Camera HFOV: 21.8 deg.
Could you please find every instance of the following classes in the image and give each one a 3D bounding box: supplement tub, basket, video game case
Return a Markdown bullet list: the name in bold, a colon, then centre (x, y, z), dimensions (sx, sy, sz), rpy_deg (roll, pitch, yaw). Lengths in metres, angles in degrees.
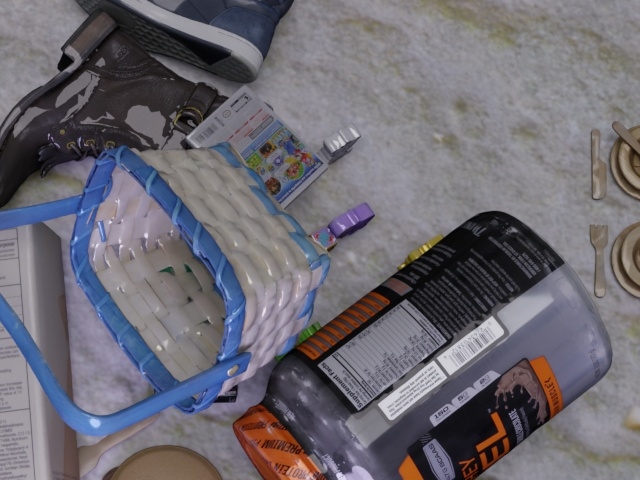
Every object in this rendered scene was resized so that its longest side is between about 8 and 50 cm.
- **supplement tub**: centre (0.096, 0.141, 1.602), dimensions (0.338, 0.207, 0.207), rpy_deg (-36, 82, -11)
- **basket**: centre (-0.155, 0.044, 1.498), dimensions (0.289, 0.201, 0.255), rpy_deg (-14, 53, -38)
- **video game case**: centre (-0.064, -0.088, 1.678), dimensions (0.122, 0.011, 0.087), rpy_deg (44, 71, 6)

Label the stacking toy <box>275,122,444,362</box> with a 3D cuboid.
- **stacking toy**: centre (0.000, 0.000, 1.690), dimensions (0.221, 0.052, 0.167), rpy_deg (-33, 81, -22)

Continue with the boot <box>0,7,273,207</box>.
- **boot**: centre (-0.200, -0.088, 1.698), dimensions (0.229, 0.091, 0.263), rpy_deg (36, 83, -4)

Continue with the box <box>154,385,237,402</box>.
- **box**: centre (-0.126, 0.130, 1.666), dimensions (0.083, 0.052, 0.062), rpy_deg (0, 76, -6)

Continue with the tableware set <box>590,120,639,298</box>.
- **tableware set**: centre (0.351, -0.034, 1.751), dimensions (0.128, 0.039, 0.194), rpy_deg (1, 77, -4)

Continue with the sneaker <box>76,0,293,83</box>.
- **sneaker**: centre (-0.137, -0.276, 1.748), dimensions (0.226, 0.086, 0.163), rpy_deg (23, 70, 7)

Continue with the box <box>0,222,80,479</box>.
- **box**: centre (-0.320, 0.140, 1.601), dimensions (0.148, 0.121, 0.311), rpy_deg (-6, 77, 6)

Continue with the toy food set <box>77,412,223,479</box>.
- **toy food set**: centre (-0.157, 0.266, 1.644), dimensions (0.132, 0.038, 0.192), rpy_deg (-33, 70, -17)
